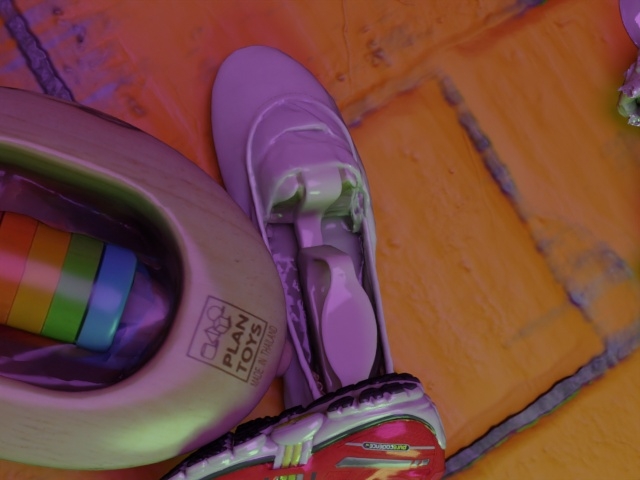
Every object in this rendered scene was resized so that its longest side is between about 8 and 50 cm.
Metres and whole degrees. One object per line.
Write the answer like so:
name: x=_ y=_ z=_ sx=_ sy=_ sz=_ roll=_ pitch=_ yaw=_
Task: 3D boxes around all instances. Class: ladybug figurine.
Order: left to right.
ladybug figurine: x=-0.241 y=0.039 z=1.410 sx=0.449 sy=0.162 sz=0.305 roll=22 pitch=74 yaw=-10

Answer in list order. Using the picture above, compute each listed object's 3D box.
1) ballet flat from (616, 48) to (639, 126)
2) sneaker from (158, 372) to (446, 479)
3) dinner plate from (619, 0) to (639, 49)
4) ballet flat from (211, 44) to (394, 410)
ballet flat: x=0.449 y=-0.069 z=1.561 sx=0.147 sy=0.147 sz=0.409 roll=-43 pitch=57 yaw=-18
sneaker: x=-0.026 y=0.207 z=1.388 sx=0.279 sy=0.107 sz=0.118 roll=-21 pitch=92 yaw=14
dinner plate: x=0.375 y=-0.242 z=1.708 sx=0.141 sy=0.017 sz=0.141 roll=3 pitch=78 yaw=-13
ballet flat: x=0.000 y=0.000 z=1.500 sx=0.139 sy=0.139 sz=0.400 roll=-10 pitch=82 yaw=-17
